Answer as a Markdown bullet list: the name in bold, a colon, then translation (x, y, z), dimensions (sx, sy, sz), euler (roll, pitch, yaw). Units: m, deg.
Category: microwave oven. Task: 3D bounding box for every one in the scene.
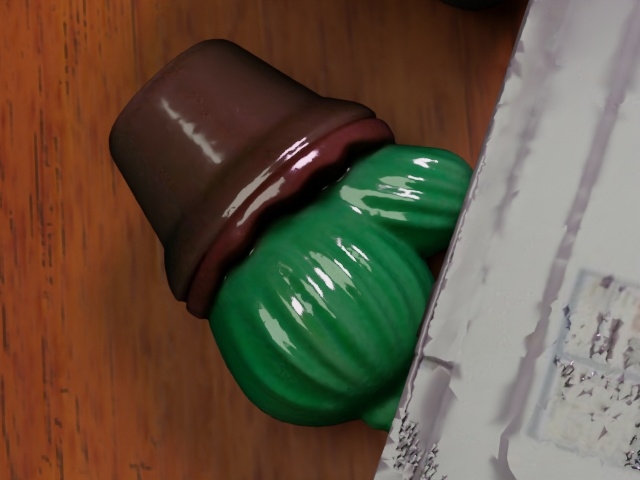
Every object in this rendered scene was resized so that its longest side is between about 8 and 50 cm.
- **microwave oven**: translation (0.176, -0.005, 0.588), dimensions (0.237, 0.181, 0.295), euler (17, 84, 19)

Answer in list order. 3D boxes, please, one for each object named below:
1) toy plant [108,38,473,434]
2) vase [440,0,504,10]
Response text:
- **toy plant**: translation (0.000, 0.000, 0.699), dimensions (0.143, 0.105, 0.200), euler (-43, 85, -9)
- **vase**: translation (0.068, -0.264, 0.666), dimensions (0.245, 0.245, 0.291), euler (36, 96, 23)
